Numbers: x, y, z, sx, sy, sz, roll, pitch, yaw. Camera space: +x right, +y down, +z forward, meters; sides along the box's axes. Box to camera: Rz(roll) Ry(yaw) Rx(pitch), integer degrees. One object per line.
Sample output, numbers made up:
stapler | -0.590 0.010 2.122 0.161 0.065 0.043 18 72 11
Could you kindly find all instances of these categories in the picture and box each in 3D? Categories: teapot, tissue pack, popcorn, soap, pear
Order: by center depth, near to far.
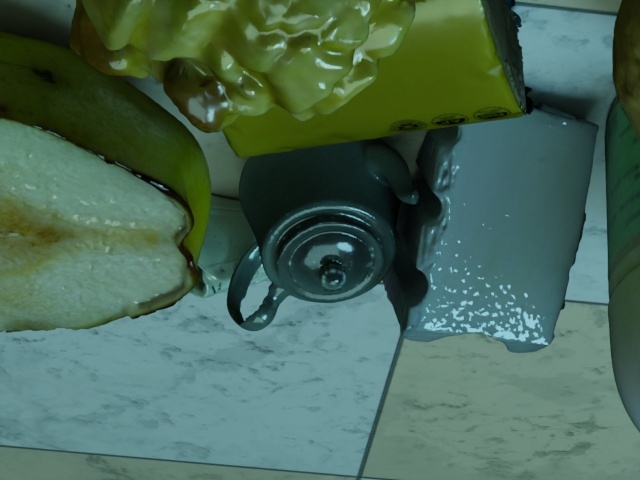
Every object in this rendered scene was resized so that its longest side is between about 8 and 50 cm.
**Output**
popcorn | -0.043 -0.223 1.450 0.332 0.265 0.225 -40 172 11
tissue pack | 0.025 -0.175 1.652 0.271 0.134 0.192 -8 146 17
pear | -0.290 -0.075 1.787 0.386 0.191 0.340 4 145 0
teapot | 0.000 0.000 1.881 0.239 0.149 0.162 -36 126 23
soap | 0.156 -0.042 1.948 0.159 0.257 0.302 7 -168 -8

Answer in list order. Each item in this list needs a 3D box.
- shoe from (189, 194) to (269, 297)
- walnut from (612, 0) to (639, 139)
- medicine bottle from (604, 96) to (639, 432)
shoe | -0.089 0.018 2.003 0.265 0.110 0.095 11 147 -8
walnut | 0.339 -0.139 1.605 0.195 0.221 0.195 -20 164 -6
medicine bottle | 0.371 0.057 1.741 0.236 0.406 0.235 2 148 1
